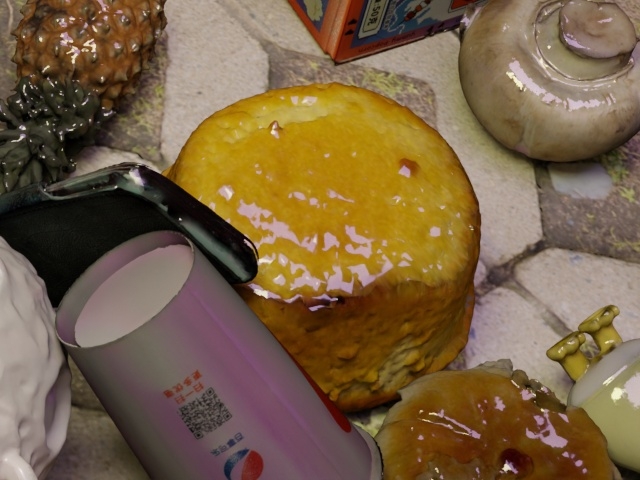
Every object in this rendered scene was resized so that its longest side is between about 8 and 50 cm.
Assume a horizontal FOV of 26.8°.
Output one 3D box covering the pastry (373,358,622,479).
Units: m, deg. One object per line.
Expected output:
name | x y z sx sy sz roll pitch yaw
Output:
pastry | 0.163 0.235 1.292 0.236 0.121 0.257 -33 69 -31

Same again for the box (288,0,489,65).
box | 0.113 -0.453 1.624 0.319 0.348 0.257 -21 63 -28

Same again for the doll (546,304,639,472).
doll | 0.358 0.200 1.369 0.141 0.117 0.296 -35 70 -27

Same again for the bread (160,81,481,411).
bread | 0.003 -0.001 1.368 0.358 0.204 0.336 -9 64 -23

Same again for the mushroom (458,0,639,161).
mushroom | 0.279 -0.208 1.601 0.255 0.184 0.254 6 68 -15

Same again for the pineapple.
pineapple | -0.278 -0.152 1.445 0.169 0.169 0.340 16 61 -3

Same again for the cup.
cup | -0.093 0.138 1.157 0.203 0.288 0.203 -22 34 16

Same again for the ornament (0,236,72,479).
ornament | -0.374 0.110 1.102 0.337 0.337 0.337 7 54 -10

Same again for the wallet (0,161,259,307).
wallet | -0.227 0.005 1.221 0.172 0.318 0.045 39 52 -41
